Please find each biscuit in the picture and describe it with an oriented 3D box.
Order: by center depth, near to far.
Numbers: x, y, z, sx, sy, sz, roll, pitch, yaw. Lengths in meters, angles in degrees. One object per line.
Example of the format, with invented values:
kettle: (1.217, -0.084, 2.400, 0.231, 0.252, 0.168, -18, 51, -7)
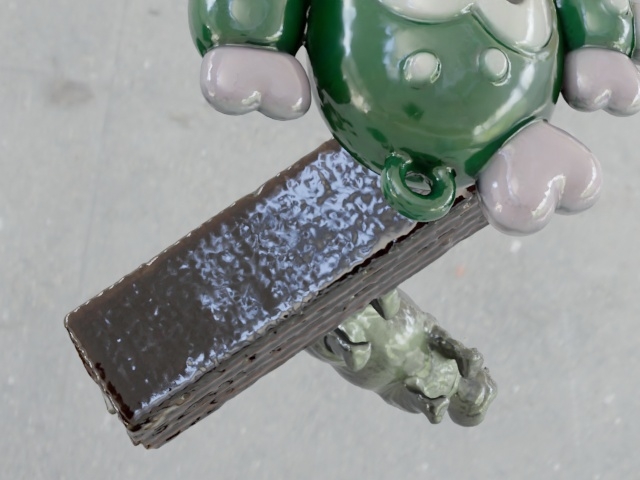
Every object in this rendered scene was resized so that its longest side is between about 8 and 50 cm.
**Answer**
biscuit: (0.000, 0.000, 1.222, 0.388, 0.073, 0.107, -34, 68, -4)

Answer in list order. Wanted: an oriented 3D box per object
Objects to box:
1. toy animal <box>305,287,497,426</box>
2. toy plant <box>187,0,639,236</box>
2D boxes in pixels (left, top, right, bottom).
toy animal: (0.089, 0.121, 1.714, 0.168, 0.343, 0.106, 33, 88, 35)
toy plant: (0.057, -0.110, 0.853, 0.232, 0.112, 0.243, 32, 54, 1)
